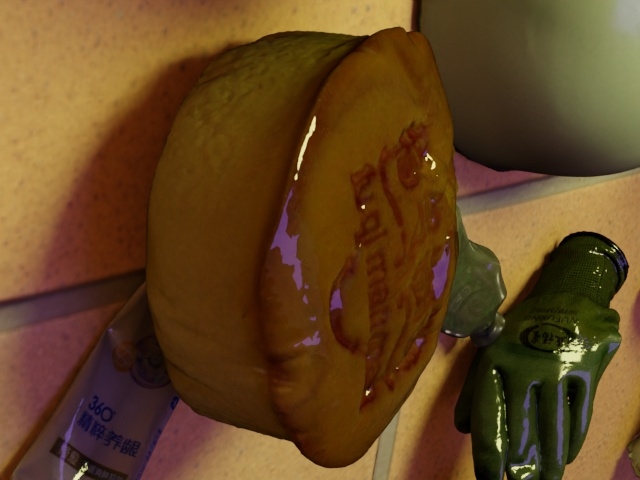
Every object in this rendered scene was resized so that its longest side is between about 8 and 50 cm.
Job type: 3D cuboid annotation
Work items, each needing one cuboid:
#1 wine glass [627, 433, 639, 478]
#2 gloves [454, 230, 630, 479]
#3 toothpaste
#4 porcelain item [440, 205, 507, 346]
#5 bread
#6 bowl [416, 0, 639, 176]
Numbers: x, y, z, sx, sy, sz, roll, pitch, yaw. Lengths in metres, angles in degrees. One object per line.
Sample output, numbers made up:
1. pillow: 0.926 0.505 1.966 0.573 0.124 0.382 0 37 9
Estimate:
1. wine glass: 0.410 0.146 1.560 0.156 0.156 0.232 -30 127 -41
2. gloves: 0.195 0.103 1.264 0.107 0.135 0.268 51 50 -37
3. toothpaste: -0.122 0.102 0.907 0.075 0.048 0.301 44 62 -31
4. porcelain item: 0.105 0.030 1.150 0.081 0.069 0.215 -52 144 -4
5. bread: 0.000 0.000 0.897 0.270 0.148 0.270 -32 126 -58
6. bowl: 0.251 -0.200 1.115 0.354 0.185 0.354 -29 130 -41
